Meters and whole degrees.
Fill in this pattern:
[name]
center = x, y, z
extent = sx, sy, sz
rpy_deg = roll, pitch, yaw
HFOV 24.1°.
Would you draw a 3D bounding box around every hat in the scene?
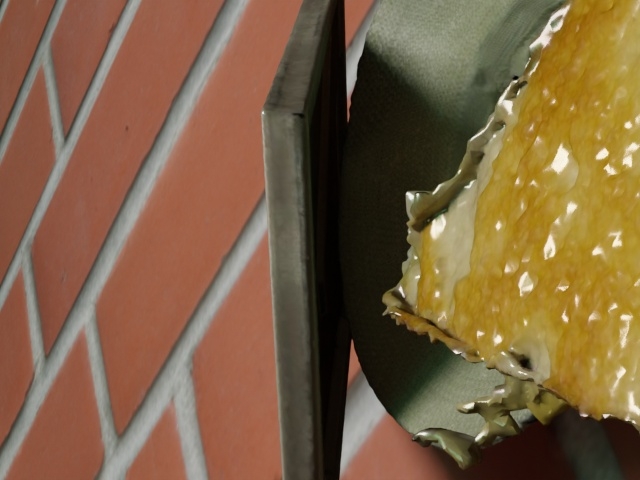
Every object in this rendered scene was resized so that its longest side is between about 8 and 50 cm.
[hat]
center = 0.117, -0.033, 0.656
extent = 0.257, 0.130, 0.257
rpy_deg = -173, 90, -65

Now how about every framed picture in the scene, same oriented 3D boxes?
[framed picture]
center = 0.000, 0.000, 0.776
extent = 0.324, 0.020, 0.240
rpy_deg = -82, -10, -67

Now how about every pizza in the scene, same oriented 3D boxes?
[pizza]
center = 0.110, -0.027, 0.451
extent = 0.287, 0.075, 0.280
rpy_deg = -25, 50, 58
